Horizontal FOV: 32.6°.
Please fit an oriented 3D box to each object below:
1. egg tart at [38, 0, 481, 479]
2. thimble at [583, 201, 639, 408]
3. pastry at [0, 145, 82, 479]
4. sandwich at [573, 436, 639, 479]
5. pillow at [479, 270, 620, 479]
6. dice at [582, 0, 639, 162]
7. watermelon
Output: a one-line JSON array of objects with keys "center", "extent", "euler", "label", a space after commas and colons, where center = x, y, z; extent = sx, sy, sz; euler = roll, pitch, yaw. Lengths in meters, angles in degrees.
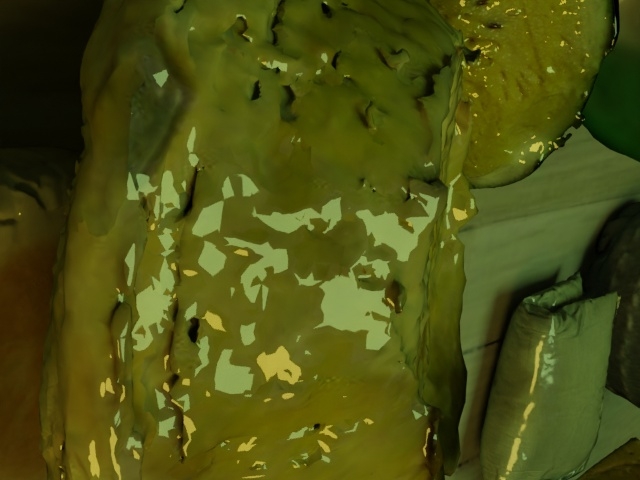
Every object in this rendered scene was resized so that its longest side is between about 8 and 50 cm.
[{"center": [0.000, 0.000, 0.482], "extent": [0.345, 0.132, 0.345], "euler": [3, 90, -79], "label": "egg tart"}, {"center": [0.361, 0.075, 1.063], "extent": [0.236, 0.172, 0.205], "euler": [30, 84, -52], "label": "thimble"}, {"center": [-0.135, 0.034, 0.454], "extent": [0.166, 0.088, 0.165], "euler": [-29, 129, -44], "label": "pastry"}, {"center": [0.227, 0.284, 1.014], "extent": [0.215, 0.065, 0.186], "euler": [-20, 146, -45], "label": "sandwich"}, {"center": [0.198, 0.123, 0.944], "extent": [0.134, 0.078, 0.181], "euler": [-6, 110, -51], "label": "pillow"}, {"center": [0.348, -0.219, 0.798], "extent": [0.297, 0.300, 0.287], "euler": [-39, 130, -35], "label": "dice"}, {"center": [0.116, -0.161, 0.714], "extent": [0.129, 0.123, 0.301], "euler": [-24, 132, -6], "label": "watermelon"}]
